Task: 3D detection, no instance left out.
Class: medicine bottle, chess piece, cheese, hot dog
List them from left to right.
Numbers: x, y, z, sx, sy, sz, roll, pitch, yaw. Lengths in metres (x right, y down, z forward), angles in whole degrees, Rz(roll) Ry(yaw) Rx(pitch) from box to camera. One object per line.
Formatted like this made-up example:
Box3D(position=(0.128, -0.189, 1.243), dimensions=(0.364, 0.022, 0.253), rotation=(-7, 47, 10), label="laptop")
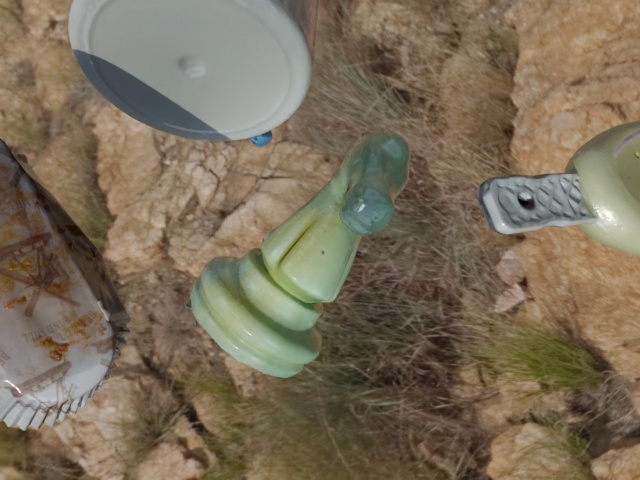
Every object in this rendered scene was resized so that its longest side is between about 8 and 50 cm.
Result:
Box3D(position=(-0.240, 0.018, 0.480), dimensions=(0.069, 0.131, 0.252), rotation=(-29, 90, 51), label="hot dog")
Box3D(position=(-0.117, -0.262, 0.662), dimensions=(0.238, 0.238, 0.231), rotation=(-13, 55, 29), label="medicine bottle")
Box3D(position=(0.000, 0.000, 0.725), dimensions=(0.298, 0.176, 0.176), rotation=(-51, 61, 10), label="chess piece")
Box3D(position=(0.218, -0.038, 0.504), dimensions=(0.050, 0.235, 0.127), rotation=(-39, 61, 55), label="cheese")

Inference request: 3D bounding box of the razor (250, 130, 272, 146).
Box3D(position=(-0.141, -0.237, 0.946), dimensions=(0.253, 0.042, 0.082), rotation=(57, 150, 25), label="razor")
